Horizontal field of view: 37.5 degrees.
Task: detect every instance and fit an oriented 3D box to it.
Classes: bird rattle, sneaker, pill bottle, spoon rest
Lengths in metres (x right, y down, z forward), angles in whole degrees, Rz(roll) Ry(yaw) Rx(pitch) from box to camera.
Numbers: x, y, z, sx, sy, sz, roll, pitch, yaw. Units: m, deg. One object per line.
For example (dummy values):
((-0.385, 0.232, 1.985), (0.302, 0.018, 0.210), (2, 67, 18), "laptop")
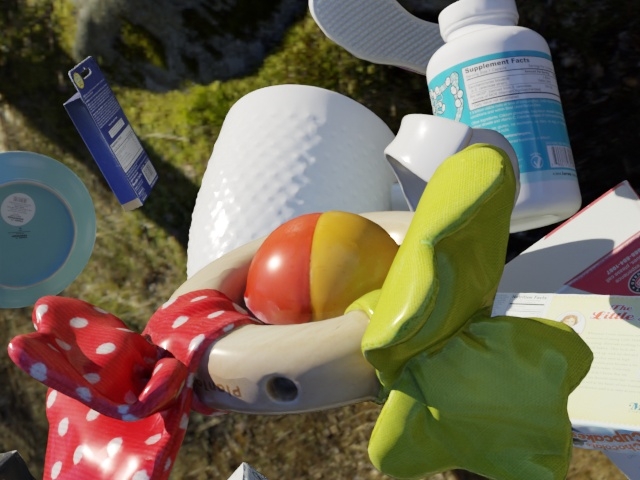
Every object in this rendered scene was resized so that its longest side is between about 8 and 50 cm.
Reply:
((-0.008, 0.046, 0.445), (0.254, 0.207, 0.143), (-16, 106, 20), "bird rattle")
((0.080, -0.321, 1.442), (0.161, 0.282, 0.102), (36, 104, 58), "sneaker")
((0.206, -0.145, 1.093), (0.146, 0.146, 0.264), (-18, 76, 42), "pill bottle")
((0.124, -0.060, 0.880), (0.084, 0.276, 0.137), (31, 91, 23), "spoon rest")

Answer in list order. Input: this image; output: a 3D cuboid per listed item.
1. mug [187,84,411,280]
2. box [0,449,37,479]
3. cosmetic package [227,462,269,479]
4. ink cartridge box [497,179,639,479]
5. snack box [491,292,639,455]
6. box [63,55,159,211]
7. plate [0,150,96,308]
((0.000, 0.000, 1.314), (0.374, 0.328, 0.276), (7, 146, 12), "mug")
((-0.363, 0.433, 1.012), (0.073, 0.295, 0.293), (-21, 107, 36), "box")
((-0.019, 0.502, 1.235), (0.385, 0.156, 0.217), (38, 94, -7), "cosmetic package")
((0.469, 0.151, 1.417), (0.279, 0.160, 0.384), (-39, 111, 16), "ink cartridge box")
((0.307, 0.150, 1.109), (0.322, 0.187, 0.060), (-1, 137, 38), "snack box")
((-0.329, -0.168, 1.462), (0.037, 0.136, 0.225), (-21, 110, 11), "box")
((-0.346, -0.008, 1.079), (0.024, 0.188, 0.188), (28, 119, 56), "plate")
